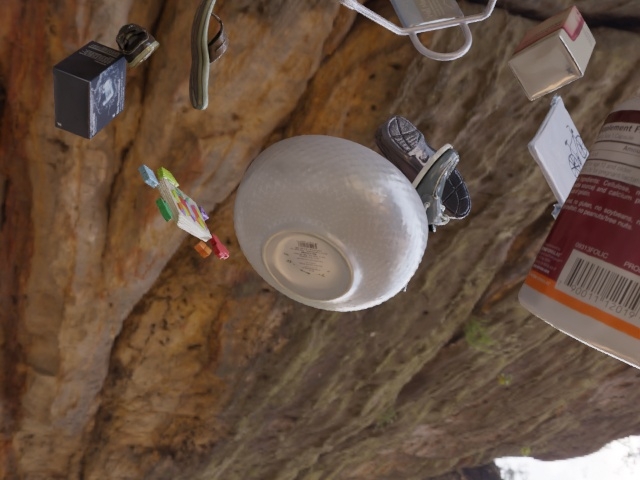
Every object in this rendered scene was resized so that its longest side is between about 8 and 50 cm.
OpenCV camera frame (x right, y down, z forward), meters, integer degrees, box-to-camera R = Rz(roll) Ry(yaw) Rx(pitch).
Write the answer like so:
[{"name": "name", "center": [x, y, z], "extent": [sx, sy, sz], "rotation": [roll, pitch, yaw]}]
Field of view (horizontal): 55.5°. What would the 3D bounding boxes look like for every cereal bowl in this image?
[{"name": "cereal bowl", "center": [0.000, 0.000, 1.025], "extent": [0.338, 0.339, 0.141], "rotation": [110, 6, -46]}]

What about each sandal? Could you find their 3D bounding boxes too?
[{"name": "sandal", "center": [-0.280, -0.483, 1.543], "extent": [0.120, 0.087, 0.302], "rotation": [-135, -131, -62]}]

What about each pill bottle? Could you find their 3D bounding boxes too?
[{"name": "pill bottle", "center": [0.438, -0.046, 0.773], "extent": [0.391, 0.224, 0.224], "rotation": [-65, -164, 7]}]

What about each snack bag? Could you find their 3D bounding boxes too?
[{"name": "snack bag", "center": [0.576, -0.135, 1.391], "extent": [0.037, 0.342, 0.323], "rotation": [-21, -162, 41]}]

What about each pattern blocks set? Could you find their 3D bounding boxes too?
[{"name": "pattern blocks set", "center": [-0.354, -0.076, 1.603], "extent": [0.285, 0.026, 0.325], "rotation": [58, 6, 12]}]

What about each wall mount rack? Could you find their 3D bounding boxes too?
[{"name": "wall mount rack", "center": [0.144, -0.487, 1.111], "extent": [0.130, 0.305, 0.349], "rotation": [96, -21, -61]}]

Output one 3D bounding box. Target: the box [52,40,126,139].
[{"name": "box", "center": [-0.522, -0.341, 1.382], "extent": [0.158, 0.093, 0.155], "rotation": [-66, 176, -48]}]

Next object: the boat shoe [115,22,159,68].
[{"name": "boat shoe", "center": [-0.402, -0.425, 1.303], "extent": [0.080, 0.073, 0.223], "rotation": [-40, -151, -1]}]

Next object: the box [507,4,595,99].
[{"name": "box", "center": [0.615, -0.499, 1.612], "extent": [0.149, 0.126, 0.232], "rotation": [-23, -159, 43]}]

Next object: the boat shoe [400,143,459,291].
[{"name": "boat shoe", "center": [0.205, -0.043, 1.227], "extent": [0.319, 0.099, 0.116], "rotation": [-58, 165, -4]}]

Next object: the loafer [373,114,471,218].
[{"name": "loafer", "center": [0.247, -0.172, 1.486], "extent": [0.109, 0.302, 0.095], "rotation": [-46, -169, -24]}]
